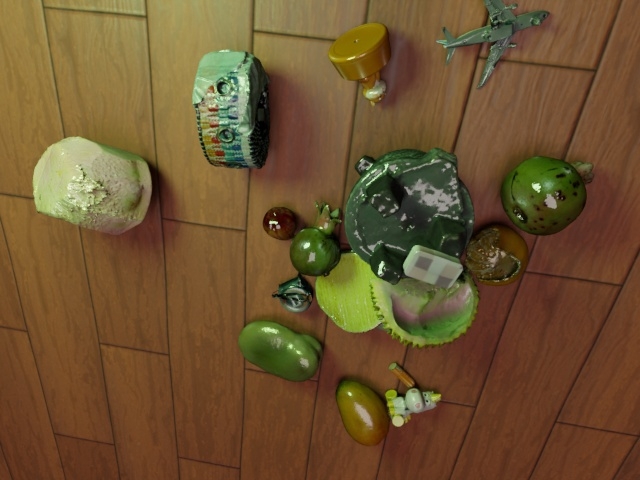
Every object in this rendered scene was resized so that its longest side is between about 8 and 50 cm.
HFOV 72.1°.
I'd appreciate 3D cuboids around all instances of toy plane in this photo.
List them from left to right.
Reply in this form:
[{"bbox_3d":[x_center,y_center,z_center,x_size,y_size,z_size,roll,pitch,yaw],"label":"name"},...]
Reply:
[{"bbox_3d":[0.358,-0.431,0.906,0.226,0.058,0.226,-10,130,13],"label":"toy plane"}]

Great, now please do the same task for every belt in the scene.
[{"bbox_3d":[-0.191,-0.285,0.973,0.149,0.207,0.258,2,124,4],"label":"belt"}]

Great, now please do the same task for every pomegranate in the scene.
[{"bbox_3d":[0.000,0.000,1.127,0.131,0.152,0.191,23,96,5],"label":"pomegranate"},{"bbox_3d":[0.510,-0.108,0.997,0.179,0.210,0.179,24,126,38],"label":"pomegranate"}]

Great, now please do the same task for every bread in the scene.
[{"bbox_3d":[0.092,0.135,1.193,0.228,0.033,0.229,3,98,22],"label":"bread"}]

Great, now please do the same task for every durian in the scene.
[{"bbox_3d":[0.263,0.159,1.075,0.351,0.158,0.169,-1,124,-31],"label":"durian"}]

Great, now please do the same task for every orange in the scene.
[{"bbox_3d":[0.435,0.040,1.085,0.156,0.134,0.157,-1,108,-3],"label":"orange"}]

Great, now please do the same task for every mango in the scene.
[{"bbox_3d":[0.132,0.536,1.372,0.151,0.120,0.221,-13,104,27],"label":"mango"}]

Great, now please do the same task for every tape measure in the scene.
[{"bbox_3d":[-0.068,0.171,1.202,0.104,0.180,0.107,-32,107,4],"label":"tape measure"}]

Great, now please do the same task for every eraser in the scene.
[{"bbox_3d":[0.223,0.053,0.874,0.105,0.026,0.065,19,117,-9],"label":"eraser"}]

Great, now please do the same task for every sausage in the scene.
[{"bbox_3d":[0.256,0.418,1.348,0.107,0.031,0.031,44,114,-13],"label":"sausage"}]

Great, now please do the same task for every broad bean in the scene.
[{"bbox_3d":[-0.121,0.332,1.327,0.263,0.121,0.189,20,122,14],"label":"broad bean"}]

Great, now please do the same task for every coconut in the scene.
[{"bbox_3d":[-0.543,-0.123,1.092,0.233,0.245,0.233,-6,79,32],"label":"coconut"}]

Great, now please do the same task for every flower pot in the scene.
[{"bbox_3d":[0.197,-0.076,0.977,0.298,0.283,0.299,4,117,7],"label":"flower pot"}]

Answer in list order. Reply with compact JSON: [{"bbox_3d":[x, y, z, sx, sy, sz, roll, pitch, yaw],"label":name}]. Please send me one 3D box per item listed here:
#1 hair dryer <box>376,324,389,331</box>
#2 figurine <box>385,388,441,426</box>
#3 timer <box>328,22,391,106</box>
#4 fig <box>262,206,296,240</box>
[{"bbox_3d":[0.267,0.171,1.216,0.218,0.088,0.225,23,102,-11],"label":"hair dryer"},{"bbox_3d":[0.289,0.504,1.363,0.178,0.109,0.129,-35,133,22],"label":"figurine"},{"bbox_3d":[0.104,-0.365,0.955,0.132,0.132,0.152,-18,135,16],"label":"timer"},{"bbox_3d":[-0.097,-0.029,1.163,0.088,0.089,0.125,-13,136,14],"label":"fig"}]
